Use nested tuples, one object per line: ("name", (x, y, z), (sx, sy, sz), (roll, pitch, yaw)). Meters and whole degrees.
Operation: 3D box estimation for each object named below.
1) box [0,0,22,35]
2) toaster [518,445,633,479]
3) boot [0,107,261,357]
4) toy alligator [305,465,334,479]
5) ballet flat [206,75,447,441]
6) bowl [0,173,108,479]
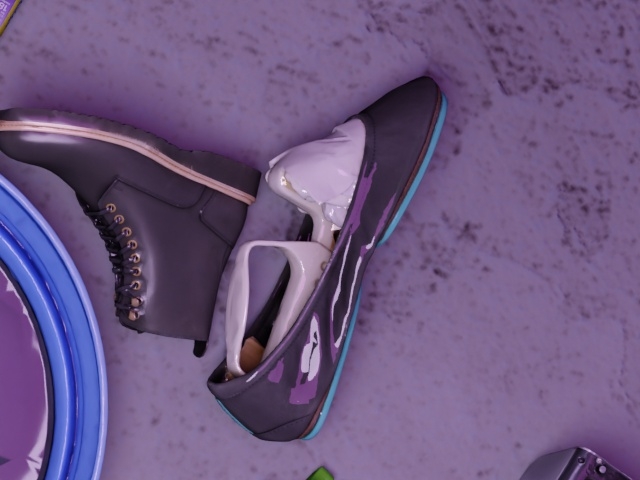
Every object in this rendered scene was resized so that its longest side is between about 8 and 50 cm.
("box", (-0.250, -0.191, 1.306), (0.105, 0.043, 0.179), (30, 76, -8))
("toaster", (0.188, 0.260, 1.317), (0.168, 0.110, 0.186), (35, 77, -6))
("boot", (-0.138, -0.006, 1.274), (0.198, 0.077, 0.137), (16, 85, -28))
("toy alligator", (-0.055, 0.226, 1.295), (0.056, 0.051, 0.189), (46, 76, -4))
("ballet flat", (0.000, 0.000, 1.307), (0.096, 0.095, 0.280), (26, 78, -22))
("bowl", (-0.335, 0.110, 1.234), (0.391, 0.077, 0.391), (2, 83, -13))
